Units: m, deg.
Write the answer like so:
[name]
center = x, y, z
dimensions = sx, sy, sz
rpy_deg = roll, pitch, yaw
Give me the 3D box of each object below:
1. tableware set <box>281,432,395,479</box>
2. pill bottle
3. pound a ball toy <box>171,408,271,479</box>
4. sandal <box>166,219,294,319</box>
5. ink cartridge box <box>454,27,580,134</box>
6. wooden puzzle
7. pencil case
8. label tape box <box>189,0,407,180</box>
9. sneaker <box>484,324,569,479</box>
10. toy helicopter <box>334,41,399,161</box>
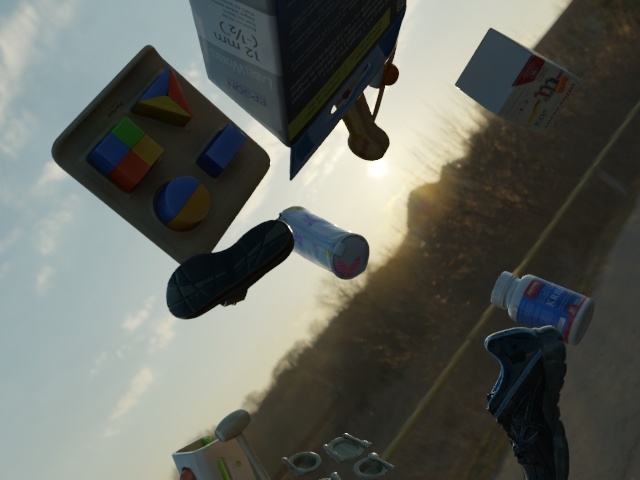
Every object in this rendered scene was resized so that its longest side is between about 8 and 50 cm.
[tableware set]
center = 0.026, 0.364, 1.238
dimensions = 0.169, 0.141, 0.020
rpy_deg = -15, -68, -30
[pill bottle]
center = 0.530, 0.155, 1.846
dimensions = 0.124, 0.222, 0.124
rpy_deg = -36, -42, -42
[pound a ball toy]
center = -0.193, 0.521, 1.572
dimensions = 0.136, 0.319, 0.208
rpy_deg = -21, -1, -39
[sandal]
center = -0.115, 0.045, 1.009
dimensions = 0.219, 0.090, 0.060
rpy_deg = -31, -40, 21
[ink cartridge box]
center = 0.376, -0.299, 1.460
dimensions = 0.176, 0.127, 0.128
rpy_deg = 9, -61, -43
[wooden puzzle]
center = -0.271, -0.161, 1.439
dimensions = 0.080, 0.348, 0.322
rpy_deg = -21, 31, 50
[pencil case]
center = 0.000, 0.000, 1.841
dimensions = 0.113, 0.273, 0.124
rpy_deg = -46, -52, -12
[label tape box]
center = -0.011, -0.260, 0.770
dimensions = 0.249, 0.115, 0.347
rpy_deg = -53, -17, -23
[sneaker]
center = 0.366, 0.324, 1.379
dimensions = 0.125, 0.140, 0.340
rpy_deg = 51, -142, -80
[toy helicopter]
center = 0.060, -0.279, 1.407
dimensions = 0.355, 0.235, 0.140
rpy_deg = 59, -136, -44
